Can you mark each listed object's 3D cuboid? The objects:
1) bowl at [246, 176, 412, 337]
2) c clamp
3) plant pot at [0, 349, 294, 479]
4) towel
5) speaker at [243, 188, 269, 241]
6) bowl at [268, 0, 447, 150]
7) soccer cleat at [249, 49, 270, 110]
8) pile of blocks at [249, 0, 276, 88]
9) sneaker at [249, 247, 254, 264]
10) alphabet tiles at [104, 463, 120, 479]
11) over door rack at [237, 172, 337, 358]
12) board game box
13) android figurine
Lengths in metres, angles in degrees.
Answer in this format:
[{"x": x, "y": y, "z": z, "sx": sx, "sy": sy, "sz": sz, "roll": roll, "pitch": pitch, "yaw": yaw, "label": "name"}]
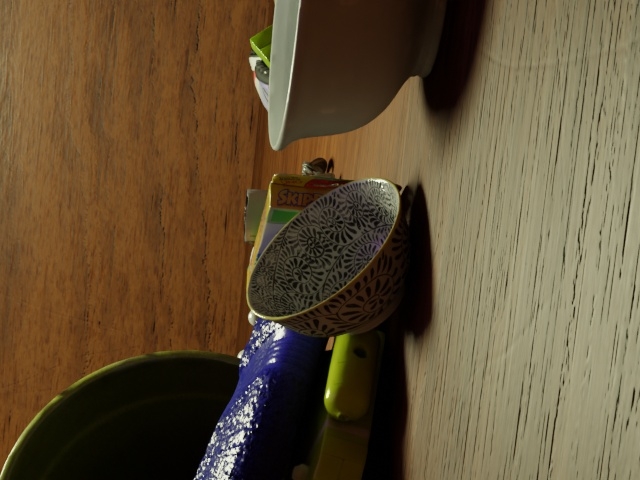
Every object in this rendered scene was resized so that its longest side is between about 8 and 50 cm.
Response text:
[{"x": 0.024, "y": 0.031, "z": 1.533, "sx": 0.080, "sy": 0.170, "sz": 0.170, "roll": 49, "pitch": -161, "yaw": -27, "label": "bowl"}, {"x": -0.038, "y": -0.045, "z": 2.232, "sx": 0.161, "sy": 0.022, "sz": 0.137, "roll": -57, "pitch": -15, "yaw": -9, "label": "c clamp"}, {"x": -0.139, "y": 0.368, "z": 1.880, "sx": 0.353, "sy": 0.366, "sz": 0.366, "roll": 83, "pitch": -174, "yaw": -55, "label": "plant pot"}, {"x": -0.058, "y": 0.159, "z": 1.655, "sx": 0.227, "sy": 0.076, "sz": 0.308, "roll": 113, "pitch": 177, "yaw": -63, "label": "towel"}, {"x": -0.010, "y": -0.023, "z": 1.763, "sx": 0.055, "sy": 0.136, "sz": 0.055, "roll": -178, "pitch": 90, "yaw": -87, "label": "speaker"}, {"x": 0.036, "y": -0.221, "z": 1.510, "sx": 0.298, "sy": 0.134, "sz": 0.298, "roll": -175, "pitch": 90, "yaw": -85, "label": "bowl"}, {"x": -0.037, "y": -0.219, "z": 2.443, "sx": 0.318, "sy": 0.108, "sz": 0.116, "roll": -131, "pitch": 24, "yaw": -78, "label": "soccer cleat"}, {"x": -0.021, "y": -0.212, "z": 1.830, "sx": 0.149, "sy": 0.112, "sz": 0.362, "roll": 56, "pitch": 169, "yaw": 3, "label": "pile of blocks"}, {"x": -0.046, "y": 0.061, "z": 2.391, "sx": 0.094, "sy": 0.080, "sz": 0.212, "roll": 119, "pitch": 151, "yaw": -46, "label": "sneaker"}, {"x": -0.196, "y": 0.335, "z": 2.059, "sx": 0.021, "sy": 0.278, "sz": 0.284, "roll": 40, "pitch": 157, "yaw": 39, "label": "alphabet tiles"}, {"x": -0.048, "y": 0.111, "z": 2.140, "sx": 0.239, "sy": 0.108, "sz": 0.324, "roll": 107, "pitch": 167, "yaw": -59, "label": "over door rack"}, {"x": 0.000, "y": 0.000, "z": 1.702, "sx": 0.259, "sy": 0.124, "sz": 0.039, "roll": 108, "pitch": 166, "yaw": -65, "label": "board game box"}, {"x": 0.003, "y": 0.192, "z": 1.611, "sx": 0.248, "sy": 0.056, "sz": 0.273, "roll": 114, "pitch": 172, "yaw": -48, "label": "android figurine"}]
